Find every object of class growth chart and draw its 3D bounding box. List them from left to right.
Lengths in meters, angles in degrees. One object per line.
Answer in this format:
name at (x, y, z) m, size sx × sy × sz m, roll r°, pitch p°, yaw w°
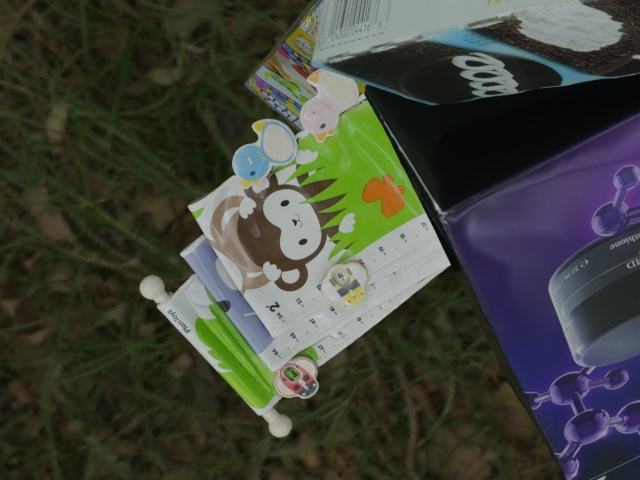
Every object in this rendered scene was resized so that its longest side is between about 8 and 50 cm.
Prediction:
growth chart at (0.000, 0.000, 0.857) m, size 0.237 × 0.021 × 0.172 m, roll -42°, pitch 110°, yaw 10°

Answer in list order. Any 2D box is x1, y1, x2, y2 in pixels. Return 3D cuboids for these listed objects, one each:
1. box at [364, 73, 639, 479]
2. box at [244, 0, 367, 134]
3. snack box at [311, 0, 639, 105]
box at (0.178, -0.032, 0.535) m, size 0.261 × 0.103 × 0.184 m, roll -28°, pitch 130°, yaw 3°
box at (0.096, -0.242, 1.383) m, size 0.177 × 0.279 × 0.290 m, roll 39°, pitch 78°, yaw -8°
snack box at (0.110, -0.143, 0.338) m, size 0.322 × 0.060 × 0.187 m, roll 2°, pitch 79°, yaw 63°
